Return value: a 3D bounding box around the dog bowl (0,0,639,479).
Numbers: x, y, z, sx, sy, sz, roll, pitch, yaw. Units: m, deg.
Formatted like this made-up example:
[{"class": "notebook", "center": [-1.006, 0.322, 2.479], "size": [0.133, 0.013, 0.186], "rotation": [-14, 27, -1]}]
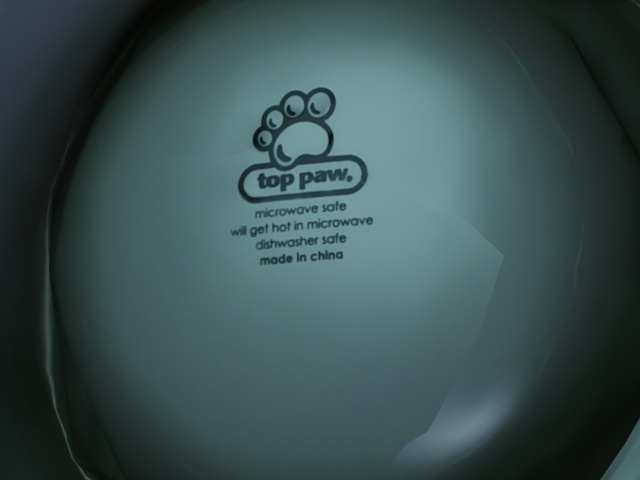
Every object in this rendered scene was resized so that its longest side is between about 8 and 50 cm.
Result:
[{"class": "dog bowl", "center": [0.000, 0.000, 0.811], "size": [0.408, 0.150, 0.408], "rotation": [-4, 78, 20]}]
